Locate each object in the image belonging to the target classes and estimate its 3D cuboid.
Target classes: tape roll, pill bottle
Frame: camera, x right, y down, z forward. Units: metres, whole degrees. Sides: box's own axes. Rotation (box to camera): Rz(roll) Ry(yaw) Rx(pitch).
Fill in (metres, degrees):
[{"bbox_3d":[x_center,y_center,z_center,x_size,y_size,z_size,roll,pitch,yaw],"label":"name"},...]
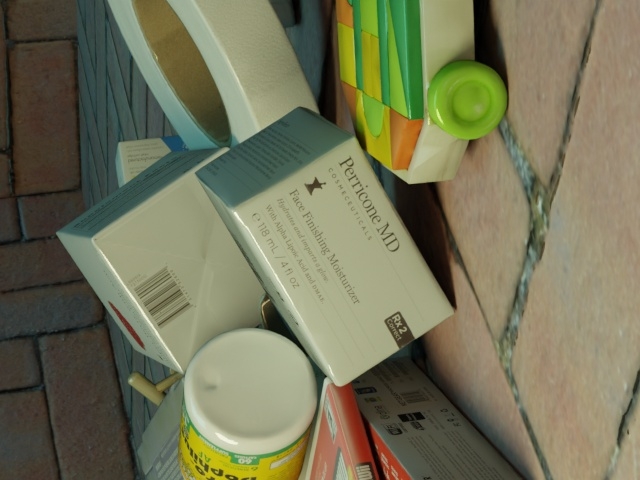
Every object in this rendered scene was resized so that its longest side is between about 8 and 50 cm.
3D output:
[{"bbox_3d":[-0.122,-0.201,1.808,0.392,0.072,0.392,53,165,21],"label":"tape roll"},{"bbox_3d":[-0.069,0.175,1.532,0.208,0.117,0.117,102,157,-59],"label":"pill bottle"}]

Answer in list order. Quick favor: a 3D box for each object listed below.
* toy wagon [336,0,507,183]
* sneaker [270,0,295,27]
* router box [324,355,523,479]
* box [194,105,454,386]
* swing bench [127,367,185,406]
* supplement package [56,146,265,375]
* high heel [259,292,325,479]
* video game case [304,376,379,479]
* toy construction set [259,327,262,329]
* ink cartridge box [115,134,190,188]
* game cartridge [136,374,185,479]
[{"bbox_3d":[0.063,-0.224,1.301,0.267,0.068,0.344,-136,40,-70],"label":"toy wagon"},{"bbox_3d":[-0.088,-0.308,1.889,0.232,0.090,0.115,32,119,54],"label":"sneaker"},{"bbox_3d":[0.091,0.292,1.430,0.335,0.082,0.301,-136,40,-70],"label":"router box"},{"bbox_3d":[0.000,0.000,1.445,0.181,0.119,0.182,59,174,-17],"label":"box"},{"bbox_3d":[-0.129,0.177,2.123,0.255,0.165,0.253,62,176,-26],"label":"swing bench"},{"bbox_3d":[-0.156,0.017,1.867,0.177,0.175,0.293,57,168,-10],"label":"supplement package"},{"bbox_3d":[0.026,0.188,1.706,0.181,0.127,0.377,-49,-46,-69],"label":"high heel"},{"bbox_3d":[0.036,0.283,1.420,0.204,0.025,0.285,100,159,-52],"label":"video game case"},{"bbox_3d":[-0.058,0.236,1.893,0.215,0.151,0.328,-140,45,-72],"label":"toy construction set"},{"bbox_3d":[-0.214,-0.031,2.473,0.078,0.134,0.231,125,136,-71],"label":"ink cartridge box"},{"bbox_3d":[-0.117,0.275,1.800,0.355,0.068,0.230,127,130,-67],"label":"game cartridge"}]
